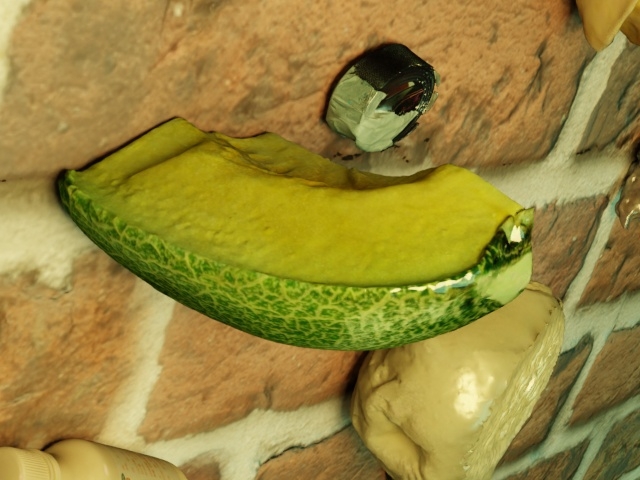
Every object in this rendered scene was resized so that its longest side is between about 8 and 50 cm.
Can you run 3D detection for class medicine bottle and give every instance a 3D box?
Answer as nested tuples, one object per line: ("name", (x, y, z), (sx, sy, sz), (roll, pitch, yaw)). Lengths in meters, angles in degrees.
("medicine bottle", (-0.238, 0.259, 1.018), (0.114, 0.114, 0.252), (-54, 145, -1))

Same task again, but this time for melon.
("melon", (0.000, 0.000, 0.893), (0.331, 0.344, 0.226), (30, 90, -54))

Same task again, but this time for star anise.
("star anise", (0.605, -0.120, 1.730), (0.316, 0.139, 0.359), (-1, 136, -42))

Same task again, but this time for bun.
("bun", (0.183, 0.184, 1.392), (0.360, 0.211, 0.359), (-45, 152, -32))

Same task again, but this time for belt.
("belt", (0.066, -0.153, 1.086), (0.140, 0.058, 0.105), (-29, 145, -38))

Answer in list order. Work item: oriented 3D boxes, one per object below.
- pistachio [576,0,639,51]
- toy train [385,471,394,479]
("pistachio", (0.407, -0.357, 1.187), (0.321, 0.229, 0.238), (96, 9, -48))
("toy train", (0.175, 0.414, 1.685), (0.137, 0.090, 0.225), (-26, 137, -26))
